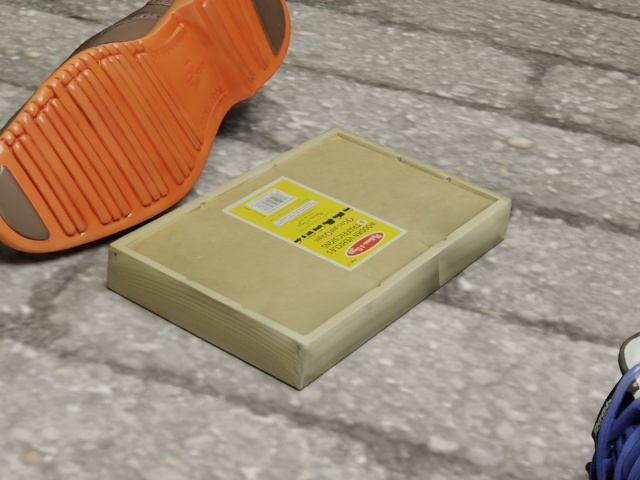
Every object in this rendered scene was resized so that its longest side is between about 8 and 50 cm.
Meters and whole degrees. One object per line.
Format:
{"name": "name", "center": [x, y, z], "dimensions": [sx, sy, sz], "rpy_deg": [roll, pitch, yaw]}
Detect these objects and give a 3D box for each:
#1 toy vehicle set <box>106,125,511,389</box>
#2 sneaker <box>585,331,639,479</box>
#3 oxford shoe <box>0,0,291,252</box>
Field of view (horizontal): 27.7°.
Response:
{"name": "toy vehicle set", "center": [0.000, 0.000, 0.931], "dimensions": [0.166, 0.035, 0.267], "rpy_deg": [26, 35, 27]}
{"name": "sneaker", "center": [0.192, 0.144, 0.669], "dimensions": [0.315, 0.127, 0.182], "rpy_deg": [-14, 33, -43]}
{"name": "oxford shoe", "center": [-0.158, -0.098, 1.016], "dimensions": [0.133, 0.130, 0.363], "rpy_deg": [-12, 24, 38]}
